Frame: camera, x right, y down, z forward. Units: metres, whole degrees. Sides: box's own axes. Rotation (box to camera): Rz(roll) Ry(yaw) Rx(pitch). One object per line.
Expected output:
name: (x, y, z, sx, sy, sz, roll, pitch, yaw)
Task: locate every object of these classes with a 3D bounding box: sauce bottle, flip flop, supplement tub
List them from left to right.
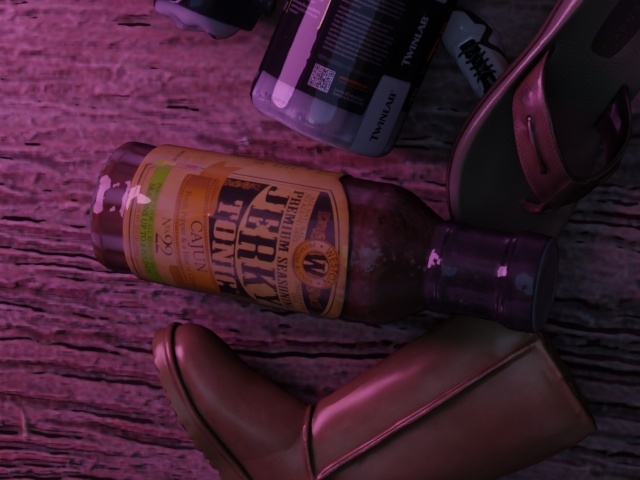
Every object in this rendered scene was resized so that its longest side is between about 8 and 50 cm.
sauce bottle: (0.000, 0.000, 1.038, 0.344, 0.111, 0.111, 9, 100, 20)
supplement tub: (0.034, -0.166, 1.031, 0.117, 0.117, 0.190, 25, 102, 7)
flip flop: (0.180, -0.085, 0.995, 0.112, 0.080, 0.277, 19, 121, -22)

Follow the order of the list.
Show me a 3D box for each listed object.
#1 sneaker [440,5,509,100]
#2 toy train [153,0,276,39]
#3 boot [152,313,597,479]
sneaker: (0.124, -0.131, 1.056, 0.040, 0.044, 0.109, -37, 88, 15)
toy train: (-0.069, -0.313, 1.027, 0.190, 0.142, 0.334, 25, 102, -3)
boot: (0.038, 0.108, 1.089, 0.269, 0.089, 0.236, -31, 99, 12)
